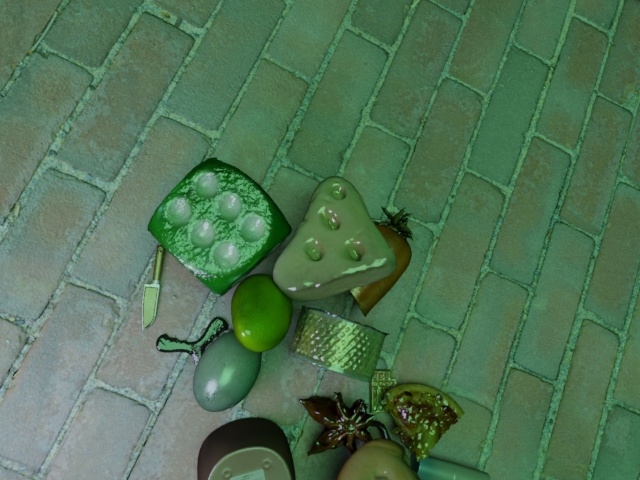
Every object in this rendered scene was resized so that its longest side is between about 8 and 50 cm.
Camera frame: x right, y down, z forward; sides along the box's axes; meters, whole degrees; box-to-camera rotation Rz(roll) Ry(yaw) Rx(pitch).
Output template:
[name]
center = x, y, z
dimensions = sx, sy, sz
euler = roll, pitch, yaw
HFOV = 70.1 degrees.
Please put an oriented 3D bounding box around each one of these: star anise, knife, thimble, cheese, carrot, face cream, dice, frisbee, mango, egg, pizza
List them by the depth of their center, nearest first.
[mango]
center = -0.165, 0.198, 1.254
dimensions = 0.156, 0.343, 0.192
euler = -34, 98, 6
[dice]
center = -0.279, -0.033, 1.280
dimensions = 0.297, 0.300, 0.287
euler = 45, 77, -3
[egg]
center = -0.260, 0.365, 1.284
dimensions = 0.169, 0.169, 0.236
euler = 29, 63, -7
[cheese]
center = 0.000, 0.000, 1.293
dimensions = 0.329, 0.129, 0.350
euler = -25, 65, -3
[thimble]
center = 0.050, 0.299, 1.319
dimensions = 0.271, 0.271, 0.149
euler = 20, 79, -9
[knife]
center = -0.497, 0.139, 1.345
dimensions = 0.046, 0.022, 0.255
euler = 9, 84, -18
[frisbee]
center = -0.358, 0.335, 1.351
dimensions = 0.211, 0.012, 0.187
euler = -21, 87, -16
[star anise]
center = 0.091, 0.568, 1.355
dimensions = 0.347, 0.148, 0.237
euler = 30, 98, -9
[pizza]
center = 0.319, 0.559, 1.407
dimensions = 0.290, 0.081, 0.228
euler = 21, 64, -15
[carrot]
center = 0.169, 0.052, 1.423
dimensions = 0.331, 0.214, 0.193
euler = -47, 134, -11
[face cream]
center = 0.405, 0.733, 1.426
dimensions = 0.250, 0.077, 0.077
euler = 20, 78, -9

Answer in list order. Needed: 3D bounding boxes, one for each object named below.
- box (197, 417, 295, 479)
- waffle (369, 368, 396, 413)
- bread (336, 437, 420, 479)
[box]
center = -0.196, 0.656, 1.236
dimensions = 0.301, 0.216, 0.300
euler = 1, 83, -12
[waffle]
center = 0.200, 0.478, 1.450
dimensions = 0.092, 0.021, 0.134
euler = 4, 81, -11
[bread]
center = 0.166, 0.765, 1.189
dimensions = 0.253, 0.348, 0.375
euler = -16, 121, 0
